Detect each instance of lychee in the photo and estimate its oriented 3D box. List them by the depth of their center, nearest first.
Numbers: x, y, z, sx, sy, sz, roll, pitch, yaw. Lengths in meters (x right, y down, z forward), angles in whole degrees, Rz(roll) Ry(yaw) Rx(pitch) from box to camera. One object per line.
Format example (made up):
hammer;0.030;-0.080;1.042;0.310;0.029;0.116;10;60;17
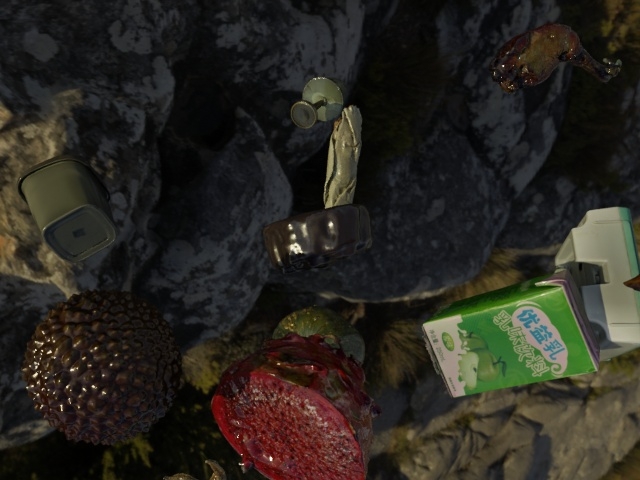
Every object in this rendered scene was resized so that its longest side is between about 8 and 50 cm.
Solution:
lychee;-0.377;0.215;0.935;0.267;0.267;0.267;-17;118;-36

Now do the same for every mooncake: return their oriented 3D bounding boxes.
mooncake;0.000;0.000;1.395;0.283;0.283;0.141;-13;88;-37

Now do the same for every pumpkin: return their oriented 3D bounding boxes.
pumpkin;-0.009;0.381;1.940;0.291;0.327;0.257;-45;154;1

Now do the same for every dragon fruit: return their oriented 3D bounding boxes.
dragon fruit;-0.029;0.359;1.180;0.386;0.371;0.249;46;41;-6

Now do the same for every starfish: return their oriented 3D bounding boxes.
starfish;-0.305;0.721;1.486;0.277;0.062;0.235;19;88;0

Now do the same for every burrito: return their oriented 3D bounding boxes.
burrito;0.071;-0.243;1.733;0.117;0.076;0.392;10;86;-42

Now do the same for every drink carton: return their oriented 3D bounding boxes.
drink carton;0.334;0.167;0.975;0.108;0.271;0.161;-27;95;-59

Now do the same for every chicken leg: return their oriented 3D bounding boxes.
chicken leg;0.381;-0.296;0.881;0.253;0.051;0.106;-9;95;-18

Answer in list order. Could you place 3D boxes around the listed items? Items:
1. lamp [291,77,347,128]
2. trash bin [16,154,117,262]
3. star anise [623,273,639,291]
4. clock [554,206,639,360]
lamp;-0.002;-0.374;1.466;0.214;0.121;0.121;-49;138;-51
trash bin;-0.715;-0.086;1.561;0.219;0.250;0.220;-32;139;-8
star anise;0.543;0.021;0.774;0.111;0.196;0.212;5;79;-34
clock;0.538;0.094;1.080;0.231;0.116;0.262;71;21;-69
